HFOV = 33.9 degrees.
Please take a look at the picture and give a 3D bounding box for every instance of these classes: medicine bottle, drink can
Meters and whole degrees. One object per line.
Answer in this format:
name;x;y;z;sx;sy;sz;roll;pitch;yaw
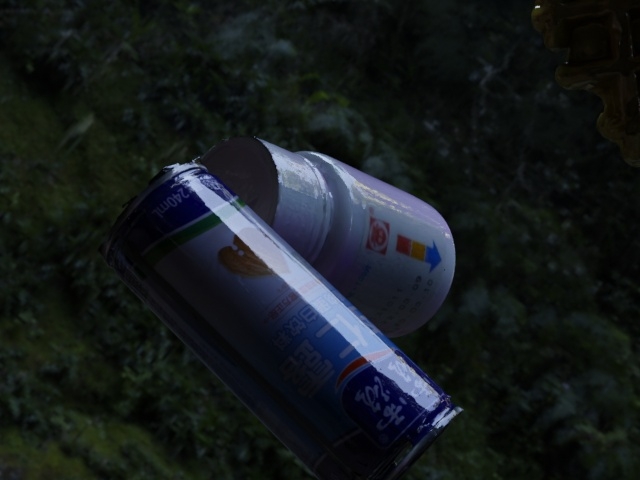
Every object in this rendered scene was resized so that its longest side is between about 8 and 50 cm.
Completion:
medicine bottle;0.000;0.000;0.977;0.255;0.151;0.152;19;6;-45
drink can;-0.028;0.058;0.665;0.235;0.097;0.097;43;-10;14

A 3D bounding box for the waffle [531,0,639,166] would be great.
waffle;0.182;-0.108;0.449;0.191;0.191;0.038;38;11;5
